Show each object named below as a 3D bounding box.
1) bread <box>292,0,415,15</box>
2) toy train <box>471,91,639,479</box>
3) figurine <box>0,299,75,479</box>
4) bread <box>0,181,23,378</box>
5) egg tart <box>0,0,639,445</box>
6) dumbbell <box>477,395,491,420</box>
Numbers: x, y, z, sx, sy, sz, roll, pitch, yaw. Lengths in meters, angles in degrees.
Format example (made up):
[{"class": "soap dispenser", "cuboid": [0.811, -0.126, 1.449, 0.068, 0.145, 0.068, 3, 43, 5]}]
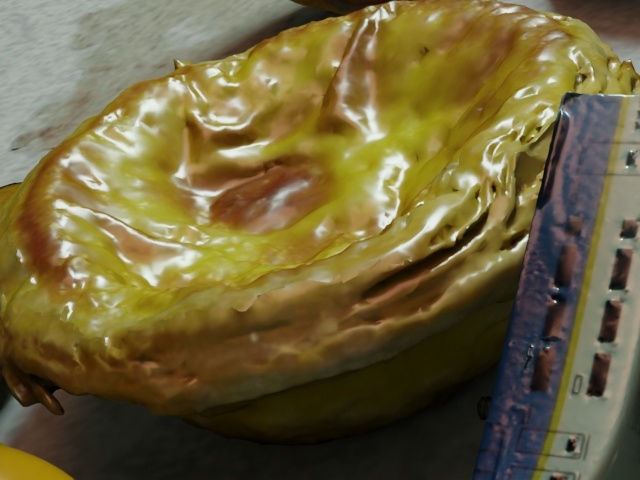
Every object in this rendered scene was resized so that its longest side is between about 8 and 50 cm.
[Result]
[{"class": "bread", "cuboid": [0.010, -0.239, 1.079, 0.199, 0.199, 0.104, -28, 27, -18]}, {"class": "toy train", "cuboid": [0.078, 0.068, 0.550, 0.051, 0.052, 0.234, 2, 66, 32]}, {"class": "figurine", "cuboid": [-0.157, 0.139, 0.641, 0.250, 0.141, 0.166, -48, 4, 19]}, {"class": "bread", "cuboid": [-0.169, 0.036, 0.848, 0.073, 0.053, 0.214, -6, 28, 14]}, {"class": "egg tart", "cuboid": [0.000, 0.000, 0.749, 0.294, 0.116, 0.295, -14, 31, 9]}, {"class": "dumbbell", "cuboid": [0.116, 0.068, 0.605, 0.147, 0.069, 0.069, 6, 37, 39]}]
